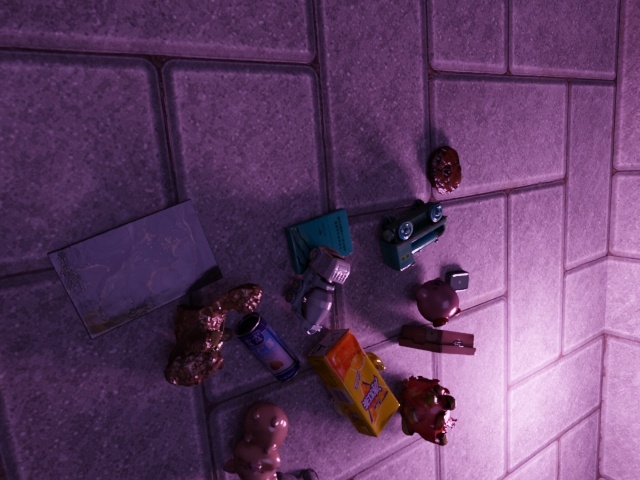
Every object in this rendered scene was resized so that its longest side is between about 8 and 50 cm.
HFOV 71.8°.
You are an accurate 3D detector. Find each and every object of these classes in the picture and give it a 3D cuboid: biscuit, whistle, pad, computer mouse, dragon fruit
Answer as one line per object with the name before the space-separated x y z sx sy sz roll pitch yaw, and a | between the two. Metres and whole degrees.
biscuit | 0.499 -0.278 1.755 0.192 0.049 0.192 -7 102 -37
whistle | 0.142 0.584 1.627 0.258 0.067 0.126 11 91 -37
pad | -0.466 0.071 1.156 0.367 0.007 0.248 -25 109 -20
computer mouse | -0.355 0.044 1.234 0.066 0.039 0.096 -23 108 -21
dragon fruit | 0.430 0.667 1.735 0.307 0.227 0.243 29 85 -36

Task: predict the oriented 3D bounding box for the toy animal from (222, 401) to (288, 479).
toy animal | -0.188 0.623 1.361 0.154 0.166 0.250 11 99 -77

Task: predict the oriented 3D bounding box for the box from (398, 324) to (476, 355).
box | 0.452 0.388 1.719 0.215 0.215 0.086 14 78 -34

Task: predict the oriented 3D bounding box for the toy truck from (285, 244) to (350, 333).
toy truck | -0.003 0.155 1.392 0.108 0.140 0.257 23 101 -46

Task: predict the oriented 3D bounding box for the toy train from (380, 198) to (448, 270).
toy train | 0.352 -0.030 1.651 0.298 0.120 0.194 -28 118 -26

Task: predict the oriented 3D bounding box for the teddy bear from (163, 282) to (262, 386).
teddy bear | -0.283 0.259 1.203 0.296 0.246 0.223 -18 88 -1

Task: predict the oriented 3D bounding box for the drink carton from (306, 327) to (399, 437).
drink carton | 0.117 0.483 1.514 0.154 0.111 0.351 -41 104 -35

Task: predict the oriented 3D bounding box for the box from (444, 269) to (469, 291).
box | 0.583 0.175 1.883 0.126 0.031 0.091 -1 97 -32

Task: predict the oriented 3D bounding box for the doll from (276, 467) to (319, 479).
doll | -0.062 0.918 1.512 0.340 0.158 0.246 31 47 -18

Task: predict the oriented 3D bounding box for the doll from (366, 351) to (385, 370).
doll | 0.169 0.465 1.637 0.135 0.071 0.113 22 103 -28

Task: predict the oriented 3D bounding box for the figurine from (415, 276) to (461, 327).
figurine | 0.456 0.235 1.728 0.173 0.173 0.173 -5 100 -33

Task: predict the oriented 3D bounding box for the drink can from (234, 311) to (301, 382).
drink can | -0.160 0.334 1.372 0.097 0.097 0.235 -46 119 -20

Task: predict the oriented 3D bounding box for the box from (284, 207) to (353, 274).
box | 0.000 0.000 1.462 0.226 0.042 0.161 -22 109 -30
